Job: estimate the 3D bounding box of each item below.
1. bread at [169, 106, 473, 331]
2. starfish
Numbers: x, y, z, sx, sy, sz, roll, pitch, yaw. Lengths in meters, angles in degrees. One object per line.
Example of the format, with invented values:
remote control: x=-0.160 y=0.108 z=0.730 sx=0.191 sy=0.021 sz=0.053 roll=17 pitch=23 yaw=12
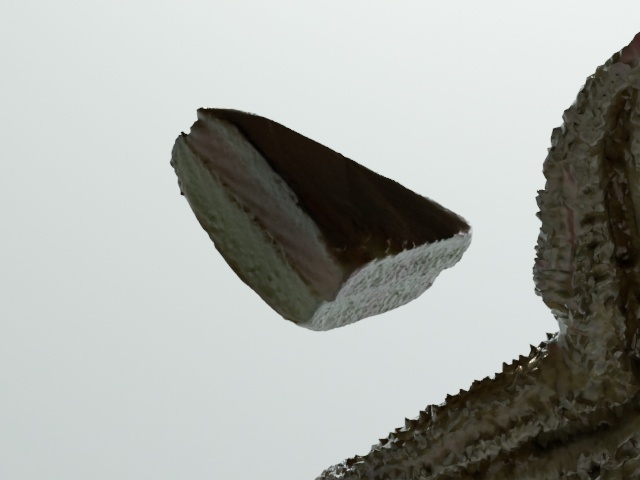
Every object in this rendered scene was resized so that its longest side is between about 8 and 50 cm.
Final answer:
bread: x=0.000 y=0.000 z=0.518 sx=0.109 sy=0.043 sz=0.062 roll=26 pitch=-147 yaw=-17
starfish: x=0.102 y=0.031 z=0.415 sx=0.227 sy=0.240 sz=0.043 roll=-13 pitch=-135 yaw=2
